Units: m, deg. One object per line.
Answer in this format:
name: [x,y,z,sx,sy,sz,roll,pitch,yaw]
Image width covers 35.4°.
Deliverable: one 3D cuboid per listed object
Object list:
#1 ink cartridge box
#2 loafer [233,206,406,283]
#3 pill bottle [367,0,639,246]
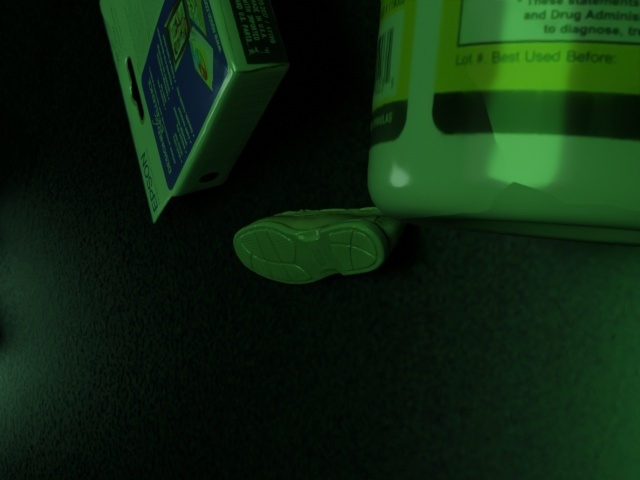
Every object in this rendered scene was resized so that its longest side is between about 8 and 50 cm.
ink cartridge box: [-0.097,-0.147,0.695,0.208,0.045,0.206,-47,54,56]
loafer: [0.000,0.000,0.630,0.125,0.039,0.045,-2,117,43]
pill bottle: [0.126,-0.168,0.436,0.188,0.188,0.334,5,89,40]
